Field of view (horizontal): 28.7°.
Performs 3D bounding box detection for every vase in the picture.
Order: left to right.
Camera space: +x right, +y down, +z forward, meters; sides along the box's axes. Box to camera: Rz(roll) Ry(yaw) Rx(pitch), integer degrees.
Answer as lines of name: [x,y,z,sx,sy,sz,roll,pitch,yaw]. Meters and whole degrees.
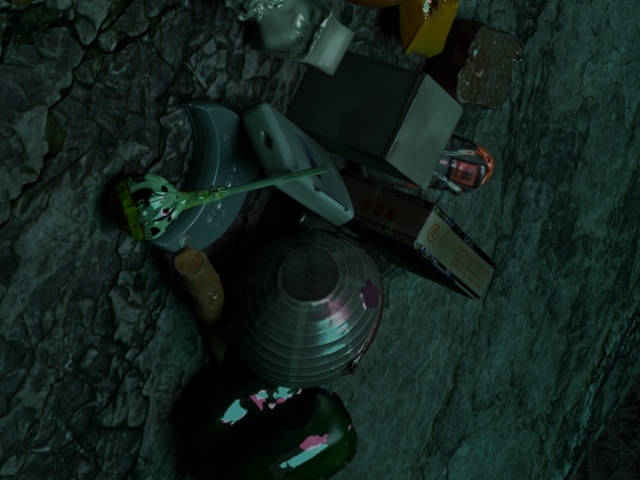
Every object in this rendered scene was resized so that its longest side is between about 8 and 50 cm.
vase: [0.000,0.000,2.067,0.115,0.115,0.237,-61,144,-9]

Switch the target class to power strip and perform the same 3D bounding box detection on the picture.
power strip: [-0.172,-0.077,1.821,0.168,0.054,0.253,3,105,-54]

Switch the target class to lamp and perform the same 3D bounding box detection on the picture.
lamp: [-0.019,0.103,1.920,0.233,0.233,0.265,56,41,-51]

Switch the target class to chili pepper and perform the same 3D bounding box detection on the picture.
chili pepper: [-0.087,0.319,2.018,0.257,0.248,0.233,-30,149,-28]

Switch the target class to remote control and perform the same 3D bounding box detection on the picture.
remote control: [-0.029,-0.112,1.904,0.056,0.140,0.296,-27,161,12]

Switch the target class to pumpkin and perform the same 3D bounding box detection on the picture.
pumpkin: [0.173,-0.426,2.045,0.131,0.126,0.248,-30,151,-52]

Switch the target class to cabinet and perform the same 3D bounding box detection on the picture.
cabinet: [0.084,-0.198,1.963,0.145,0.206,0.150,30,84,-56]

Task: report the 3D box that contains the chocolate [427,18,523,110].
chocolate: [0.274,-0.318,2.257,0.214,0.093,0.148,5,103,-56]

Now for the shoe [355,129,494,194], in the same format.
shoe: [0.203,-0.135,2.196,0.336,0.171,0.132,2,108,-55]

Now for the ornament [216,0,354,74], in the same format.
ornament: [-0.063,-0.328,1.764,0.130,0.120,0.285,-55,146,-11]

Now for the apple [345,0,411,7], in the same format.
apple: [0.079,-0.456,1.762,0.264,0.264,0.264,-31,133,-41]

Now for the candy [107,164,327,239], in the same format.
candy: [-0.140,-0.073,1.723,0.306,0.083,0.091,-14,102,-7]

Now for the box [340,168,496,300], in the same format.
box: [0.162,-0.006,2.193,0.084,0.198,0.310,-62,147,-6]

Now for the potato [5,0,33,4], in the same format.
potato: [-0.286,-0.437,1.379,0.369,0.177,0.195,-62,-174,8]

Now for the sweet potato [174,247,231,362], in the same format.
sweet potato: [-0.166,0.099,1.894,0.059,0.067,0.281,-23,153,-6]
